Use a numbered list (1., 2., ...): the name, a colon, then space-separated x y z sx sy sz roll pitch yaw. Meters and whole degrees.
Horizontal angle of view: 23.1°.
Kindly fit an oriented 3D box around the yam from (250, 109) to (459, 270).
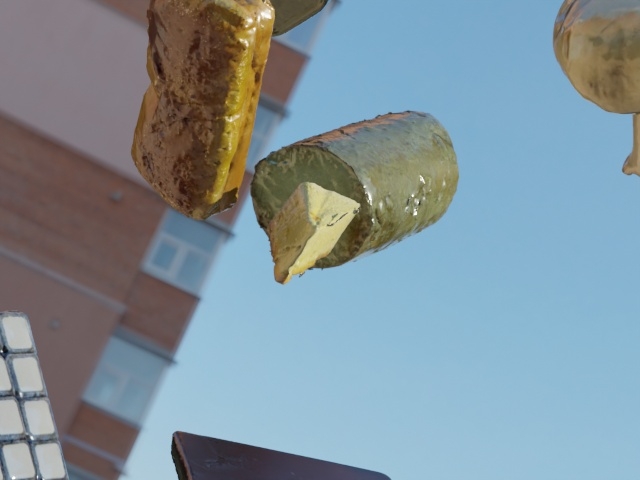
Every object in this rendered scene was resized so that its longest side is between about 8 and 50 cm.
1. yam: 0.053 -0.067 1.886 0.168 0.168 0.304 15 18 27

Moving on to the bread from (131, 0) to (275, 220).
1. bread: -0.127 -0.149 1.551 0.139 0.077 0.271 39 -43 22

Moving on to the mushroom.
1. mushroom: 0.507 -0.253 2.308 0.314 0.314 0.336 13 -52 32

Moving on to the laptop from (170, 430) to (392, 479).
1. laptop: -0.020 0.216 1.304 0.207 0.026 0.154 15 13 -18

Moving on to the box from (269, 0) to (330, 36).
1. box: -0.106 -0.400 1.966 0.138 0.178 0.274 -27 -42 31

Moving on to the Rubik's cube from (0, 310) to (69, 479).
1. Rubik's cube: -0.410 0.210 1.498 0.237 0.238 0.237 -26 -14 28

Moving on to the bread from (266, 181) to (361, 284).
1. bread: 0.000 0.000 1.584 0.080 0.084 0.109 24 28 -21
